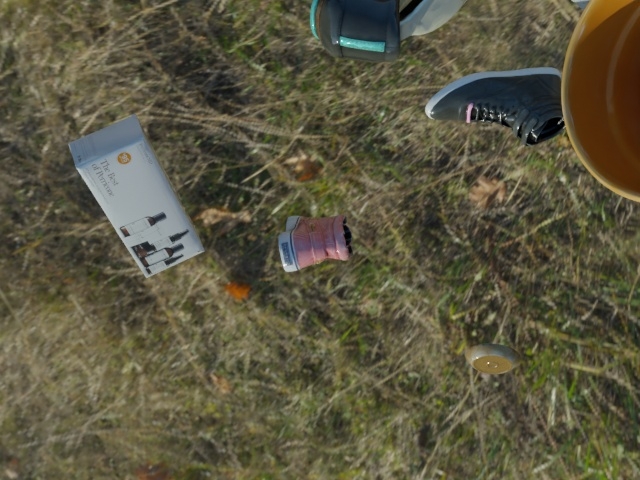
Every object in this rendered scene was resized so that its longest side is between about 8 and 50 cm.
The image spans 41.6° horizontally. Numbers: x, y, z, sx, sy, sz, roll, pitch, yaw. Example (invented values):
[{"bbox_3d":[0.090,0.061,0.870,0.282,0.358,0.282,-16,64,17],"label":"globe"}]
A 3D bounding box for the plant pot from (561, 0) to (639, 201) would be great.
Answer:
[{"bbox_3d":[0.337,-0.125,0.681,0.205,0.187,0.205,-6,83,55],"label":"plant pot"}]

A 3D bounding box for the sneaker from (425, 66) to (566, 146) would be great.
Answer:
[{"bbox_3d":[0.370,-0.260,1.713,0.295,0.147,0.105,-10,148,-5],"label":"sneaker"}]

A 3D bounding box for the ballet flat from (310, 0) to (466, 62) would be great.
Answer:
[{"bbox_3d":[0.105,-0.241,0.736,0.096,0.280,0.095,26,151,27],"label":"ballet flat"}]

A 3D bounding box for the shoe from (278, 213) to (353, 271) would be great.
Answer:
[{"bbox_3d":[0.000,0.000,1.043,0.081,0.178,0.064,-10,97,5],"label":"shoe"}]

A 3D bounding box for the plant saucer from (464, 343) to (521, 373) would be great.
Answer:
[{"bbox_3d":[0.260,0.182,1.272,0.083,0.015,0.083,7,145,5],"label":"plant saucer"}]

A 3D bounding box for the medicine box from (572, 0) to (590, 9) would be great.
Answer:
[{"bbox_3d":[0.537,-0.603,1.609,0.149,0.289,0.264,-5,93,27],"label":"medicine box"}]

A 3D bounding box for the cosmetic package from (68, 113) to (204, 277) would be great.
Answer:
[{"bbox_3d":[-0.249,-0.055,1.172,0.098,0.060,0.239,-27,139,-5],"label":"cosmetic package"}]
